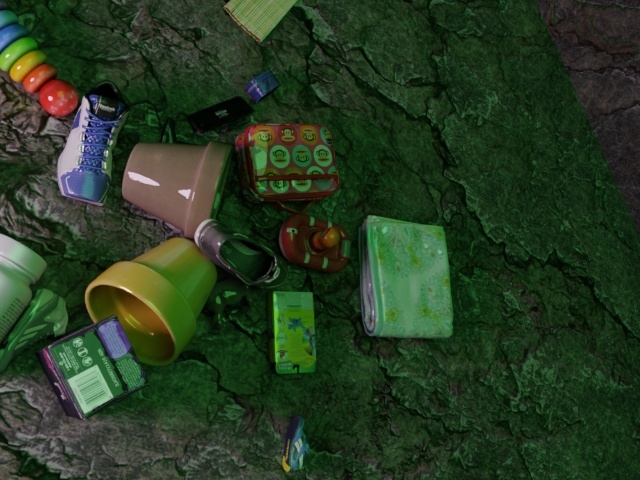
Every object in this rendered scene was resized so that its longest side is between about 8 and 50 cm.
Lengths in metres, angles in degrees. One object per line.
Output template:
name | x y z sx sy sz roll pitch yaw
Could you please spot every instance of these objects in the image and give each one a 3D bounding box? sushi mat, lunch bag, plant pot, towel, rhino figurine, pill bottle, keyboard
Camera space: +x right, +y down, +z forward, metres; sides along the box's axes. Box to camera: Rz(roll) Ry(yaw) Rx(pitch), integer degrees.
sushi mat | -0.166 -0.772 1.878 0.151 0.019 0.316 41 61 -16
lunch bag | -0.171 -0.465 1.764 0.098 0.067 0.065 -42 100 -32
plant pot | -0.376 0.125 1.402 0.254 0.254 0.239 48 43 -11
lunch bag | -0.094 -0.204 1.718 0.293 0.120 0.258 -6 84 -30
towel | 0.273 0.118 1.856 0.320 0.090 0.374 6 74 -28
plant pot | -0.362 -0.148 1.486 0.229 0.263 0.263 17 68 -8
rhino figurine | -0.209 0.129 1.583 0.243 0.073 0.106 -35 100 -34
pill bottle | -0.715 0.134 1.236 0.160 0.160 0.283 36 62 -18
keyboard | -0.280 -0.347 1.699 0.192 0.038 0.100 -31 70 -31

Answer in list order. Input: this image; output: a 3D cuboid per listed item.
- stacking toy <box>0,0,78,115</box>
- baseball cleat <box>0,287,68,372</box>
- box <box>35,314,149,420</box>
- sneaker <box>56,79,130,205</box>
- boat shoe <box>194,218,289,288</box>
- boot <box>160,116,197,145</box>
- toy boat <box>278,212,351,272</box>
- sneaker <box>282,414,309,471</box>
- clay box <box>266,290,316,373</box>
stacking toy | -0.721 -0.435 1.414 0.330 0.141 0.141 50 59 -17
baseball cleat | -0.635 0.211 1.316 0.109 0.072 0.206 35 66 -25
box | -0.493 0.273 1.262 0.143 0.270 0.165 -26 91 -32
sneaker | -0.546 -0.258 1.425 0.127 0.182 0.315 13 71 -25
boat shoe | -0.173 0.056 1.466 0.112 0.095 0.335 -56 138 -3
boot | -0.382 -0.264 1.603 0.099 0.045 0.121 15 77 -24
toy boat | 0.000 0.000 1.691 0.231 0.151 0.151 15 69 -26
sneaker | -0.060 0.539 1.574 0.059 0.053 0.144 16 78 -25
clay box | -0.081 0.254 1.635 0.127 0.053 0.222 5 76 -29
